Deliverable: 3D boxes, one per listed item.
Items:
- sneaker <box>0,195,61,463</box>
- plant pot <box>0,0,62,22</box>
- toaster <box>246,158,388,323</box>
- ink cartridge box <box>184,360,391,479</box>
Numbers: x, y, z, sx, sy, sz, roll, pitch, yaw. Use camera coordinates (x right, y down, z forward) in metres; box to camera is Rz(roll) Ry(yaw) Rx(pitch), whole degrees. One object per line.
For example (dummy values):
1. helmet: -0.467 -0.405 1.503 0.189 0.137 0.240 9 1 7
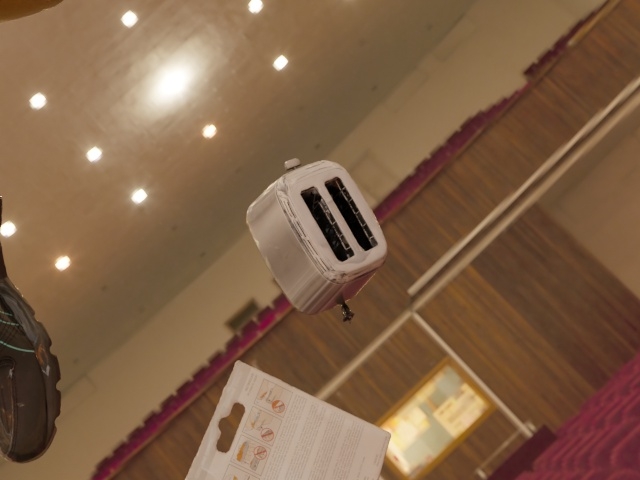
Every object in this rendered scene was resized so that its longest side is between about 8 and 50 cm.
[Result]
1. sneaker: -0.278 0.047 0.768 0.106 0.267 0.101 -21 5 -41
2. plant pot: -0.177 -0.166 0.535 0.095 0.134 0.134 10 -52 -44
3. toaster: 0.000 0.000 1.418 0.129 0.227 0.146 -22 -13 -27
4. ink cartridge box: -0.039 0.276 1.274 0.056 0.224 0.181 120 173 -53
